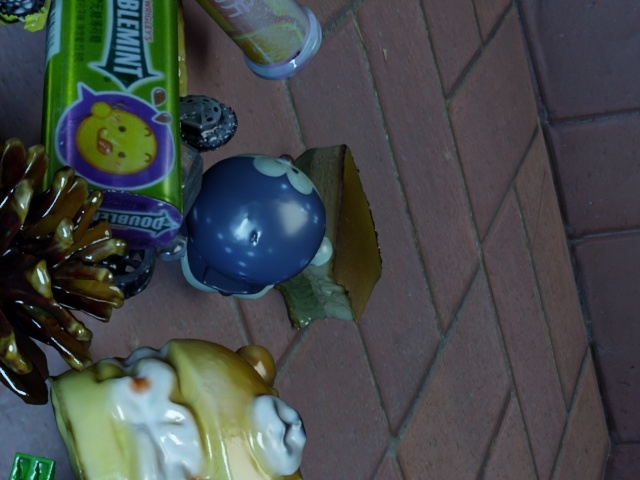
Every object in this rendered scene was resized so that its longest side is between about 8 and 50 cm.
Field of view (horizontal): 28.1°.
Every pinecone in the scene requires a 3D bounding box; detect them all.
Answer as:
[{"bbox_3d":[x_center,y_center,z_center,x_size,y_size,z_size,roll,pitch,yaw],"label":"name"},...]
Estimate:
[{"bbox_3d":[-0.279,0.028,1.014,0.264,0.264,0.264,-6,90,-66],"label":"pinecone"}]

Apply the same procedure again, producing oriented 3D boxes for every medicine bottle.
[{"bbox_3d":[-0.136,-0.329,1.457,0.426,0.108,0.108,41,48,-56],"label":"medicine bottle"}]

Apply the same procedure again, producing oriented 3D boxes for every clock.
[{"bbox_3d":[-0.080,-0.011,1.465,0.243,0.200,0.146,132,-25,-72],"label":"clock"}]

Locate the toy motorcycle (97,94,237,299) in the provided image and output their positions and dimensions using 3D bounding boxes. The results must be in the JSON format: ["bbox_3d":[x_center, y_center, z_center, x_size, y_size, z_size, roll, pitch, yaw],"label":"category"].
[{"bbox_3d":[-0.206,-0.064,1.314,0.108,0.173,0.307,101,11,-47],"label":"toy motorcycle"}]

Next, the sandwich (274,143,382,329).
[{"bbox_3d":[0.000,0.000,1.807,0.186,0.108,0.220,-58,138,-55],"label":"sandwich"}]

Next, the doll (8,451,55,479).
[{"bbox_3d":[-0.264,0.301,1.156,0.186,0.106,0.134,82,21,-46],"label":"doll"}]

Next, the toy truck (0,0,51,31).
[{"bbox_3d":[-0.332,-0.298,1.138,0.286,0.111,0.136,45,38,-52],"label":"toy truck"}]

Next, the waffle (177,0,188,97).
[{"bbox_3d":[-0.215,-0.288,1.459,0.168,0.057,0.274,10,76,-66],"label":"waffle"}]

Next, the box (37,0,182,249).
[{"bbox_3d":[-0.203,-0.160,1.241,0.097,0.134,0.345,114,-24,-53],"label":"box"}]

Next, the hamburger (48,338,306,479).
[{"bbox_3d":[-0.123,0.219,1.222,0.276,0.237,0.276,165,-90,-75],"label":"hamburger"}]
